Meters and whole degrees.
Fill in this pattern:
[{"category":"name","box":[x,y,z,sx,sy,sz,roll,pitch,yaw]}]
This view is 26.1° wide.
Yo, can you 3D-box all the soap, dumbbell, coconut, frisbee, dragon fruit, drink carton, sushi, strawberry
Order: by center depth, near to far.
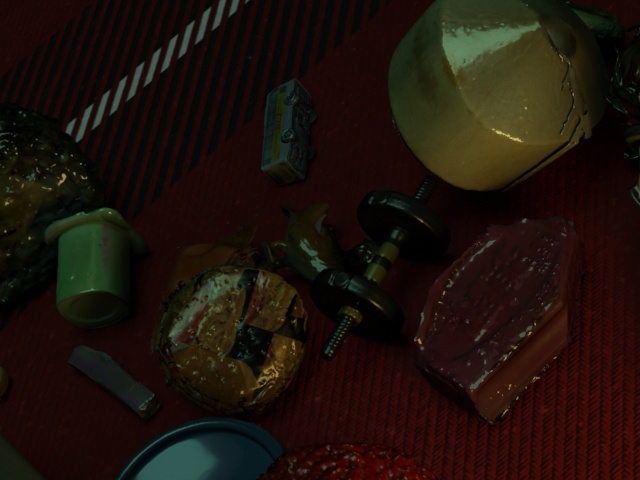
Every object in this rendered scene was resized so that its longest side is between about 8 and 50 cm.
[{"category":"strawberry","box":[0.043,0.361,1.640,0.250,0.238,0.288,-47,21,-1]},{"category":"soap","box":[0.252,0.090,1.859,0.289,0.112,0.182,-44,49,-13]},{"category":"frisbee","box":[-0.165,0.372,1.882,0.290,0.049,0.289,-12,48,13]},{"category":"dragon fruit","box":[0.485,-0.215,1.932,0.182,0.188,0.182,-15,38,12]},{"category":"dumbbell","box":[0.086,0.035,1.968,0.143,0.143,0.325,13,61,36]},{"category":"coconut","box":[0.259,-0.230,1.980,0.323,0.323,0.323,-15,47,17]},{"category":"drink carton","box":[-0.364,0.054,2.205,0.144,0.146,0.142,-16,56,17]},{"category":"sushi","box":[-0.542,-0.059,2.284,0.352,0.294,0.178,-38,41,-4]}]

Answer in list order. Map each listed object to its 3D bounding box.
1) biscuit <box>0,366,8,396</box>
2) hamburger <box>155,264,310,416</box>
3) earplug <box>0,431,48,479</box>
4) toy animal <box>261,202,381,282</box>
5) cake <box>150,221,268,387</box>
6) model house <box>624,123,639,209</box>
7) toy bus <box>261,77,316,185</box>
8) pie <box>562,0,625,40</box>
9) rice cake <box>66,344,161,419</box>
[{"category":"biscuit","box":[-0.611,0.260,2.228,0.240,0.035,0.158,3,52,30]},{"category":"hamburger","box":[-0.128,0.136,1.975,0.231,0.107,0.230,2,78,-8]},{"category":"earplug","box":[-0.520,0.397,1.872,0.312,0.312,0.394,-45,45,-13]},{"category":"toy animal","box":[0.000,0.000,2.095,0.179,0.089,0.188,-13,45,-5]},{"category":"cake","box":[-0.187,0.096,2.101,0.135,0.098,0.287,7,52,31]},{"category":"model house","box":[0.516,-0.007,1.783,0.218,0.205,0.278,-3,81,28]},{"category":"toy bus","box":[-0.054,-0.178,2.285,0.075,0.064,0.190,-23,44,26]},{"category":"pie","box":[0.381,-0.348,2.133,0.187,0.187,0.041,30,114,42]},{"category":"rice cake","box":[-0.317,0.214,2.109,0.047,0.036,0.207,-40,44,-22]}]
